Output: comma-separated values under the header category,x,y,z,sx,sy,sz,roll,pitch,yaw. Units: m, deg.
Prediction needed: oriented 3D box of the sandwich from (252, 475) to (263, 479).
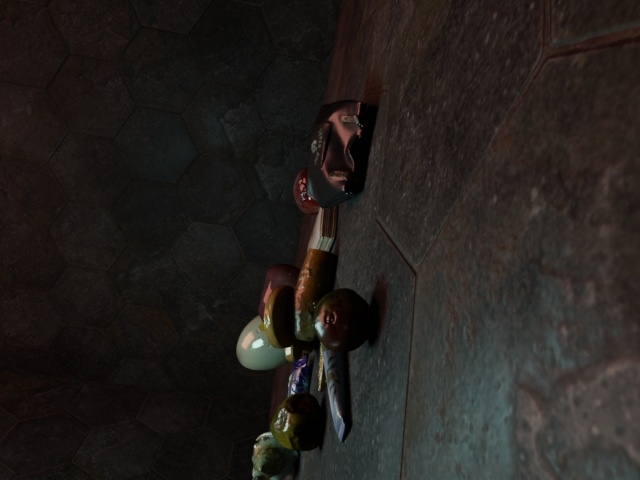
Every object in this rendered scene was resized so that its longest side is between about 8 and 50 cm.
category,x,y,z,sx,sy,sz,roll,pitch,yaw
sandwich,-0.147,0.887,1.296,0.250,0.162,0.300,78,168,-72

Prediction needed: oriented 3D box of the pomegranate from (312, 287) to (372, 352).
category,x,y,z,sx,sy,sz,roll,pitch,yaw
pomegranate,0.050,0.158,0.827,0.130,0.131,0.130,-171,90,-84

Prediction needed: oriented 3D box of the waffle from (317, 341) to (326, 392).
category,x,y,z,sx,sy,sz,roll,pitch,yaw
waffle,0.007,0.374,1.266,0.097,0.024,0.152,117,160,-75

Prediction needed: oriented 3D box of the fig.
category,x,y,z,sx,sy,sz,roll,pitch,yaw
fig,-0.069,0.523,1.190,0.166,0.154,0.144,-37,-12,31

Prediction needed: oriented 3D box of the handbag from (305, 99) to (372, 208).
category,x,y,z,sx,sy,sz,roll,pitch,yaw
handbag,0.058,-0.259,1.239,0.288,0.152,0.341,-161,79,-72

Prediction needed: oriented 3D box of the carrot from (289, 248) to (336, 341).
category,x,y,z,sx,sy,sz,roll,pitch,yaw
carrot,-0.030,0.182,1.401,0.139,0.139,0.301,138,142,-80

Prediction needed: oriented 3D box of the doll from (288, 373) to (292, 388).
category,x,y,z,sx,sy,sz,roll,pitch,yaw
doll,-0.101,0.594,1.726,0.219,0.067,0.090,117,157,-66

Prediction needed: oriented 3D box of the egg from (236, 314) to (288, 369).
category,x,y,z,sx,sy,sz,roll,pitch,yaw
egg,-0.261,0.508,2.114,0.282,0.346,0.283,61,173,12

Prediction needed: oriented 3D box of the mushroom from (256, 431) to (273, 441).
category,x,y,z,sx,sy,sz,roll,pitch,yaw
mushroom,-0.117,0.646,1.452,0.306,0.068,0.043,-47,-2,31

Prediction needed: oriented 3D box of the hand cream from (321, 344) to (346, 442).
category,x,y,z,sx,sy,sz,roll,pitch,yaw
hand cream,0.039,0.324,0.971,0.255,0.055,0.088,-98,13,-48

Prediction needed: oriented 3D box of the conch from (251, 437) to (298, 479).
category,x,y,z,sx,sy,sz,roll,pitch,yaw
conch,-0.167,0.829,1.584,0.386,0.203,0.169,62,-176,-59

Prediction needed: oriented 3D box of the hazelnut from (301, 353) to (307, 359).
category,x,y,z,sx,sy,sz,roll,pitch,yaw
hazelnut,-0.087,0.469,1.757,0.086,0.086,0.085,-171,90,-84

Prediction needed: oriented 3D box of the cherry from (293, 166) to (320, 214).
category,x,y,z,sx,sy,sz,roll,pitch,yaw
cherry,-0.023,-0.192,1.693,0.249,0.175,0.191,110,154,-54

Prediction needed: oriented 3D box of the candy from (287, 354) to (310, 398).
category,x,y,z,sx,sy,sz,roll,pitch,yaw
candy,-0.087,0.570,1.561,0.145,0.070,0.274,139,139,-64

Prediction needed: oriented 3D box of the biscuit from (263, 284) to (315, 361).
category,x,y,z,sx,sy,sz,roll,pitch,yaw
biscuit,-0.102,0.285,1.478,0.355,0.052,0.274,38,-128,-59

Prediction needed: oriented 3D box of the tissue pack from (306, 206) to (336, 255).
category,x,y,z,sx,sy,sz,roll,pitch,yaw
tissue pack,0.000,0.000,1.654,0.325,0.071,0.169,109,170,-59

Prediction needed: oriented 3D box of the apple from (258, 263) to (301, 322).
category,x,y,z,sx,sy,sz,roll,pitch,yaw
apple,-0.151,0.257,1.899,0.306,0.235,0.305,-168,90,-82
